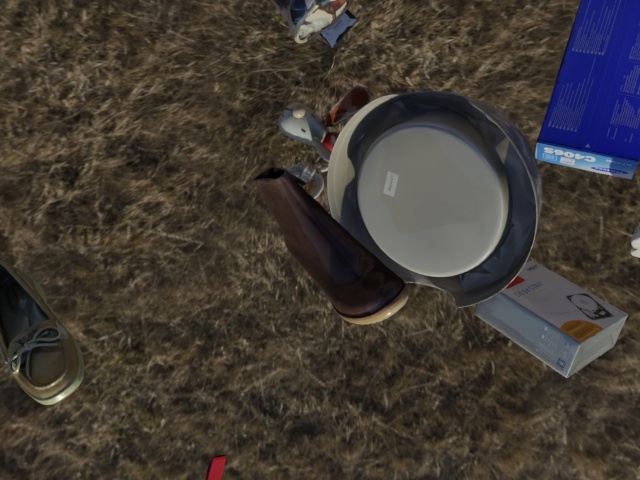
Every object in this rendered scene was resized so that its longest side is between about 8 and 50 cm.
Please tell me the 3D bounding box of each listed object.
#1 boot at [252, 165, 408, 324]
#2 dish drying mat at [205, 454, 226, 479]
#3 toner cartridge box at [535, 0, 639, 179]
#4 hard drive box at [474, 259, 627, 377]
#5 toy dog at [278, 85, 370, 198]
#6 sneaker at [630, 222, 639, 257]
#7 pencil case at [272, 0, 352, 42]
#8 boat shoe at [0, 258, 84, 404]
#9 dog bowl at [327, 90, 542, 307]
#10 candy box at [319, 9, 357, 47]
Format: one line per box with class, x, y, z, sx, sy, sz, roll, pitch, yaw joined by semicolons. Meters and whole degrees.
boot;0.000;0.000;0.831;0.090;0.248;0.206;-40;112;-12
dish drying mat;-0.129;0.293;0.721;0.008;0.032;0.083;8;80;24
toner cartridge box;0.504;-0.291;1.078;0.165;0.075;0.347;17;78;22
hard drive box;0.471;0.153;1.280;0.181;0.232;0.089;-18;128;-36
toy dog;0.079;-0.182;1.194;0.334;0.161;0.220;6;73;-2
sneaker;0.526;-0.026;0.956;0.080;0.212;0.094;15;87;18
pencil case;-0.090;-0.511;0.928;0.160;0.183;0.410;-37;98;-9
boat shoe;-0.245;0.072;0.515;0.056;0.153;0.048;-33;141;-11
dog bowl;0.180;-0.071;0.974;0.349;0.102;0.348;16;118;32
candy box;-0.041;-0.465;1.145;0.233;0.159;0.071;40;104;-14
